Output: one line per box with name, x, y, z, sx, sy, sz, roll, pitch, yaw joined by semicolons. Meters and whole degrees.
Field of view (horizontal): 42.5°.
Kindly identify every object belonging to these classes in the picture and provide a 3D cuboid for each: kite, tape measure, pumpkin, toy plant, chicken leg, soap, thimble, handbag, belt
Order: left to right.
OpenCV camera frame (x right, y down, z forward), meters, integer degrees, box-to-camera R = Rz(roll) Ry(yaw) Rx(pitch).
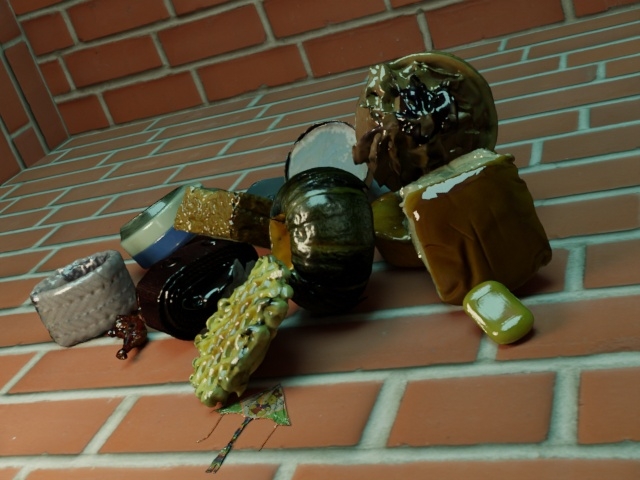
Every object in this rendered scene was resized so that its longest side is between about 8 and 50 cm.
thimble;-0.587;0.143;2.065;0.245;0.157;0.217;-30;20;-24
chicken leg;-0.447;0.221;1.924;0.089;0.048;0.219;-28;24;-13
tape measure;-0.432;-0.042;2.301;0.259;0.138;0.262;-26;13;50
belt;-0.264;0.106;1.867;0.289;0.184;0.164;-35;26;-30
kite;-0.141;0.333;1.491;0.198;0.006;0.244;-2;28;34
handbag;-0.126;-0.132;2.449;0.229;0.062;0.179;-8;25;24
pumpkin;0.000;0.000;1.745;0.192;0.320;0.320;-3;19;-16
toy plant;0.078;-0.157;2.131;0.247;0.247;0.332;-8;-13;24
soap;0.323;0.131;1.496;0.089;0.045;0.140;-32;47;-9

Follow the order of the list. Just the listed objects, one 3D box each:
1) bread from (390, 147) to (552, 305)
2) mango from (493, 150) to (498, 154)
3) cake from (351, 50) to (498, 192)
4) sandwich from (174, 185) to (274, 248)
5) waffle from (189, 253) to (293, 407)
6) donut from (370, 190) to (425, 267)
bread;0.303;-0.026;1.631;0.250;0.279;0.225;-24;1;2
mango;0.354;-0.185;2.142;0.227;0.109;0.147;-18;-1;4
cake;0.224;-0.245;1.786;0.332;0.332;0.321;-12;15;16
sandwich;-0.208;-0.056;2.094;0.262;0.131;0.325;13;-3;-41
waffle;-0.156;0.174;1.636;0.317;0.073;0.297;-55;19;9
donut;0.250;-0.037;1.890;0.303;0.110;0.303;-14;25;7
